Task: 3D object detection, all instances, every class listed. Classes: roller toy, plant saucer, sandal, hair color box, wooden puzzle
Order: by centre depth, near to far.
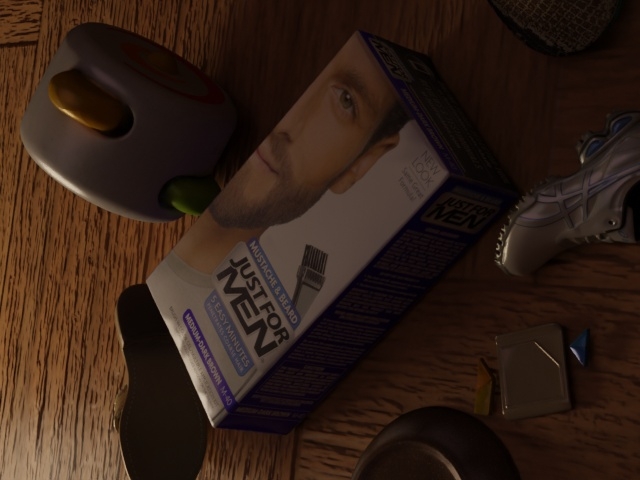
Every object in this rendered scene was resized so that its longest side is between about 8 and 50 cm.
[{"bbox_3d":[0.175,0.108,1.288,0.116,0.014,0.079,-8,81,43],"label":"wooden puzzle"},{"bbox_3d":[0.085,0.239,1.331,0.198,0.036,0.199,-11,75,43],"label":"plant saucer"},{"bbox_3d":[0.000,0.000,1.411,0.339,0.110,0.185,-47,52,24],"label":"hair color box"},{"bbox_3d":[-0.188,-0.124,1.549,0.146,0.209,0.191,-59,29,16],"label":"roller toy"},{"bbox_3d":[-0.168,0.165,1.577,0.079,0.088,0.240,113,151,-56],"label":"sandal"}]

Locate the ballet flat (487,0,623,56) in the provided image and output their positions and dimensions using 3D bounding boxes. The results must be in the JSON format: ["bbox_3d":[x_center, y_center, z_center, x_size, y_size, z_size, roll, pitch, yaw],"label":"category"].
[{"bbox_3d":[0.142,-0.395,1.300,0.164,0.182,0.483,-14,73,40],"label":"ballet flat"}]

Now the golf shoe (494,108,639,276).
[{"bbox_3d":[0.212,-0.020,1.243,0.176,0.069,0.086,-49,58,26],"label":"golf shoe"}]
